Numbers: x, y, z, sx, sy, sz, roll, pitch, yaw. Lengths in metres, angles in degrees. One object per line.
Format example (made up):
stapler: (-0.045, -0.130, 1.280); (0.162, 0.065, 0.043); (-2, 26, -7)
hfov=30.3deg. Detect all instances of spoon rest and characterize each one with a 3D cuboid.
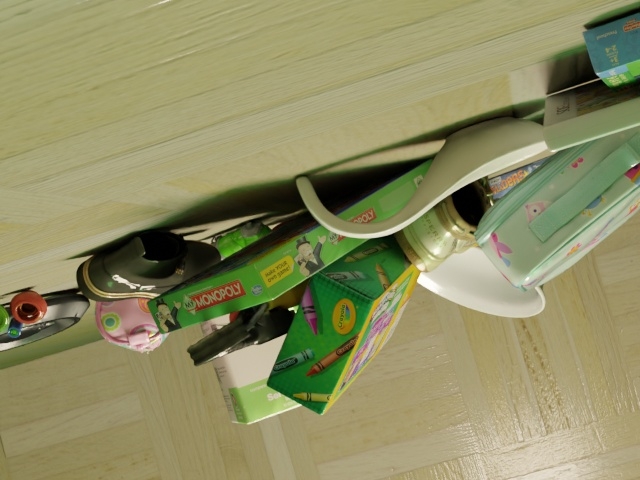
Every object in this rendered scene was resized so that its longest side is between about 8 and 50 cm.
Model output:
spoon rest: (0.117, -0.063, 1.249); (0.276, 0.084, 0.137); (-16, 176, 2)

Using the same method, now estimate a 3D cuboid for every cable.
cable: (-0.099, 0.092, 1.349); (0.139, 0.072, 0.287); (-24, 175, 23)

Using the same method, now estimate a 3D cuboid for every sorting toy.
sorting toy: (-0.413, 0.093, 1.579); (0.102, 0.061, 0.042); (-9, -150, 0)

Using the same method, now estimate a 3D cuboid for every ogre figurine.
ogre figurine: (-0.052, 0.039, 1.572); (0.097, 0.197, 0.118); (-42, 175, -38)

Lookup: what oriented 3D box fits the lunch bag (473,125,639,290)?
lunch bag: (0.314, -0.060, 1.410); (0.279, 0.108, 0.224); (-42, 167, 8)

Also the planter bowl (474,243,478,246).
planter bowl: (0.176, -0.031, 1.810); (0.217, 0.090, 0.217); (-12, 173, -2)

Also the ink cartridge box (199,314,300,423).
ink cartridge box: (-0.127, 0.158, 1.969); (0.115, 0.273, 0.198); (-18, 177, -13)

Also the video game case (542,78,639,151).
video game case: (0.309, -0.140, 1.046); (0.227, 0.026, 0.206); (-17, -170, 15)

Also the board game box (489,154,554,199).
board game box: (0.373, -0.111, 1.950); (0.136, 0.035, 0.201); (-13, 175, -41)

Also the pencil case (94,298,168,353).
pencil case: (-0.287, 0.117, 1.866); (0.124, 0.124, 0.284); (-16, 175, -8)

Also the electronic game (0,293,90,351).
electronic game: (-0.460, 0.126, 1.786); (0.229, 0.048, 0.229); (-19, 172, -3)

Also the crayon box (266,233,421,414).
crayon box: (0.045, 0.081, 1.460); (0.165, 0.081, 0.278); (-67, 168, 22)

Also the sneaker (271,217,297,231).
sneaker: (0.033, 0.034, 1.689); (0.221, 0.087, 0.128); (6, 152, 3)

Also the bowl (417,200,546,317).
bowl: (0.274, 0.007, 2.072); (0.298, 0.134, 0.298); (23, 162, 8)

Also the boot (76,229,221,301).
boot: (-0.169, 0.023, 1.398); (0.198, 0.077, 0.137); (-14, 170, -44)

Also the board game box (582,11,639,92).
board game box: (0.316, -0.169, 0.903); (0.211, 0.039, 0.160); (-18, 176, 19)

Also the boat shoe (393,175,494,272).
boat shoe: (0.181, -0.039, 1.520); (0.089, 0.104, 0.285); (-36, -176, 27)

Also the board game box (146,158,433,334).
board game box: (-0.024, 0.006, 1.384); (0.317, 0.046, 0.213); (-31, -174, -42)
